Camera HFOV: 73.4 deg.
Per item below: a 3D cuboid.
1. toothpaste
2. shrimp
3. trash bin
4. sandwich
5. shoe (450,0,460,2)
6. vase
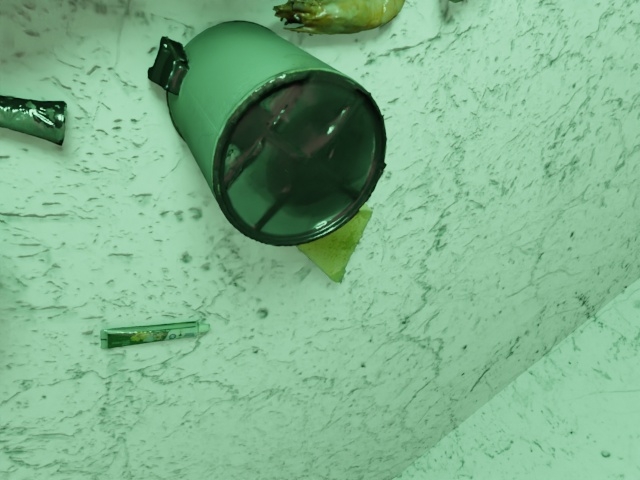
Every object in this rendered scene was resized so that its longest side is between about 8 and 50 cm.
[{"bbox_3d":[-0.320,0.182,0.846,0.204,0.031,0.049,-2,122,-27],"label":"toothpaste"},{"bbox_3d":[0.032,-0.368,0.620,0.236,0.053,0.133,-21,134,-19],"label":"shrimp"},{"bbox_3d":[-0.071,-0.152,0.577,0.277,0.262,0.217,13,116,-37],"label":"trash bin"},{"bbox_3d":[0.000,0.000,0.879,0.162,0.058,0.193,3,123,-30],"label":"sandwich"},{"bbox_3d":[0.236,-0.477,0.620,0.125,0.099,0.227,-19,136,-7],"label":"shoe"},{"bbox_3d":[-0.404,-0.160,0.519,0.167,0.059,0.059,6,120,-33],"label":"vase"}]
